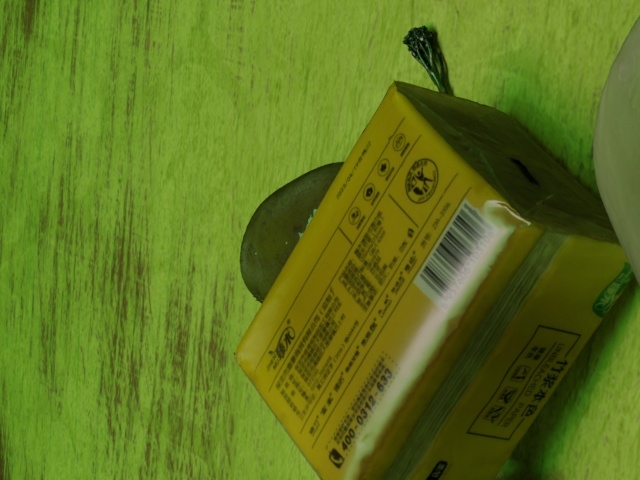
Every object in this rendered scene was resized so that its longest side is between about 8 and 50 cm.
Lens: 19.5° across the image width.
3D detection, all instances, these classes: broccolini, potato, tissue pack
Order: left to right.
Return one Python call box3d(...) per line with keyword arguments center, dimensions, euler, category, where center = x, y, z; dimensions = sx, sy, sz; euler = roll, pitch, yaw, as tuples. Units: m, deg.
box3d(center=(0.000, 0.000, 2.260), dimensions=(0.174, 0.159, 0.251), euler=(48, 124, 8), category="potato")
box3d(center=(0.120, 0.068, 2.008), dimensions=(0.382, 0.228, 0.293), euler=(-59, 45, 19), category="tissue pack")
box3d(center=(0.133, -0.187, 2.169), dimensions=(0.030, 0.035, 0.140), euler=(-42, 61, 50), category="broccolini")

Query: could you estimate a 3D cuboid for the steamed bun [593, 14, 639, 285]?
box3d(center=(0.415, -0.099, 1.549), dimensions=(0.456, 0.290, 0.371), euler=(-54, 36, 29), category="steamed bun")
